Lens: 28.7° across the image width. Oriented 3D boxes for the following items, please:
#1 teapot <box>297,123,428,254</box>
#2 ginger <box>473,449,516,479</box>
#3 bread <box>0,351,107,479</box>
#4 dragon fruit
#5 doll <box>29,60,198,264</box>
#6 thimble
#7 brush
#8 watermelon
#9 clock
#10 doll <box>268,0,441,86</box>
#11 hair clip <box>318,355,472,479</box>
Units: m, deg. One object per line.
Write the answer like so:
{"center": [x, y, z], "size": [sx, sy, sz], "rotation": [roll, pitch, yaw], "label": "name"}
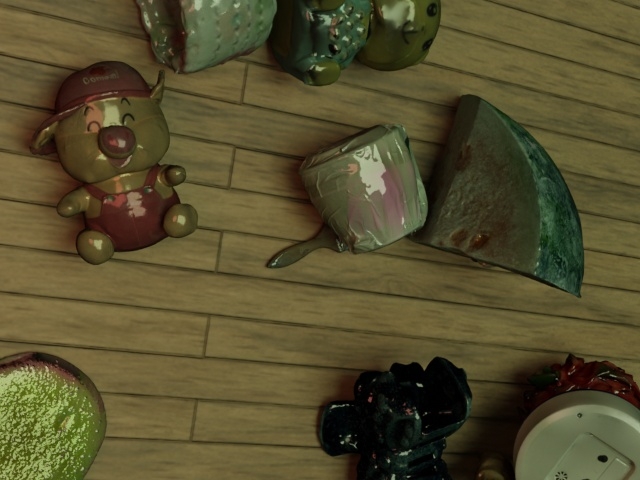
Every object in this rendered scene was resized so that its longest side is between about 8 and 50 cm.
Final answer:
{"center": [0.072, -0.072, 1.873], "size": [0.163, 0.221, 0.178], "rotation": [-22, 97, 9], "label": "teapot"}
{"center": [0.282, 0.401, 1.980], "size": [0.084, 0.290, 0.122], "rotation": [-44, 86, 8], "label": "ginger"}
{"center": [-0.392, 0.263, 1.686], "size": [0.228, 0.033, 0.228], "rotation": [-2, 94, -32], "label": "bread"}
{"center": [0.461, 0.328, 2.084], "size": [0.234, 0.234, 0.293], "rotation": [-31, 73, -25], "label": "dragon fruit"}
{"center": [-0.274, -0.108, 1.658], "size": [0.196, 0.152, 0.256], "rotation": [-22, 101, -41], "label": "doll"}
{"center": [-0.158, -0.328, 1.697], "size": [0.149, 0.185, 0.211], "rotation": [-23, 140, -26], "label": "thimble"}
{"center": [0.000, 0.000, 1.906], "size": [0.196, 0.021, 0.070], "rotation": [-27, 106, -26], "label": "brush"}
{"center": [0.259, -0.047, 1.960], "size": [0.258, 0.387, 0.228], "rotation": [-28, 143, 16], "label": "watermelon"}
{"center": [0.419, 0.352, 1.960], "size": [0.230, 0.083, 0.230], "rotation": [2, 107, 6], "label": "clock"}
{"center": [0.060, -0.327, 1.833], "size": [0.260, 0.161, 0.177], "rotation": [-12, 120, -28], "label": "doll"}
{"center": [0.124, 0.311, 1.901], "size": [0.194, 0.206, 0.310], "rotation": [-12, 117, -25], "label": "hair clip"}
